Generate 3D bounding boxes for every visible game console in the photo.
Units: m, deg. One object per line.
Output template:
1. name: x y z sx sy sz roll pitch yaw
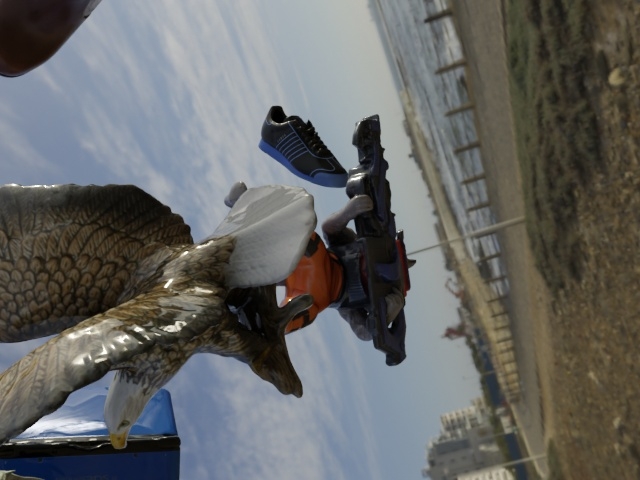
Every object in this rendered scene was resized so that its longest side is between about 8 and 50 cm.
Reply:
1. game console: -0.394 0.378 1.142 0.173 0.293 0.250 153 118 -68

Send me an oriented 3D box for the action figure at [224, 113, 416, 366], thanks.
1. action figure: 0.000 0.000 0.924 0.330 0.178 0.341 7 -102 -41

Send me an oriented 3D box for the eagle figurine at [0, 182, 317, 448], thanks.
1. eagle figurine: -0.153 0.062 0.498 0.298 0.226 0.225 9 -106 -37

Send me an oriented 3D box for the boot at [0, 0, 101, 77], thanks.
1. boot: -0.260 -0.273 0.742 0.096 0.264 0.280 50 170 -35

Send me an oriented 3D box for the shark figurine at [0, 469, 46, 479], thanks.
1. shark figurine: -0.415 0.340 0.820 0.166 0.116 0.278 51 167 -16

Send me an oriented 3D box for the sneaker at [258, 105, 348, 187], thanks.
1. sneaker: -0.032 -0.181 1.297 0.081 0.232 0.090 -16 -50 -47
